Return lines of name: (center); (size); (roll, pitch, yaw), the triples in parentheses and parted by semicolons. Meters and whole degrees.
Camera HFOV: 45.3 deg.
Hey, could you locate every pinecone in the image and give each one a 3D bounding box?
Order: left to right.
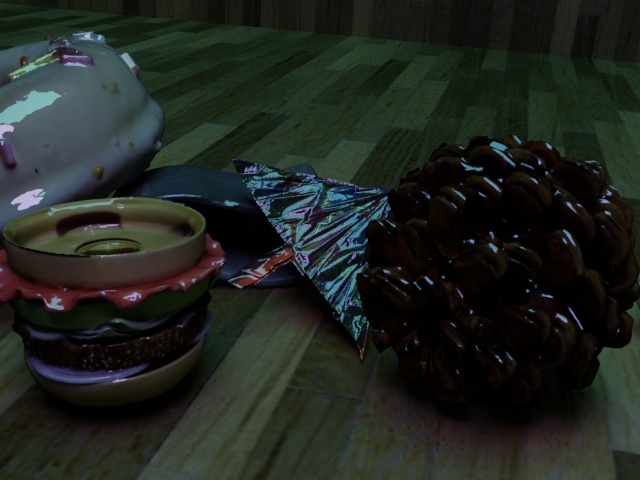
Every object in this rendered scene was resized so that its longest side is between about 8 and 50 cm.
pinecone: (0.126, 0.028, 0.590); (0.221, 0.222, 0.221); (3, 23, -1)

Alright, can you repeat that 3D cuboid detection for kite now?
kite: (0.000, 0.000, 0.705); (0.189, 0.009, 0.232); (-29, 67, -24)

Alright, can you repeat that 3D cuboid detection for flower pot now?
flower pot: (-0.103, -0.017, 0.791); (0.229, 0.103, 0.108); (-2, 23, -9)

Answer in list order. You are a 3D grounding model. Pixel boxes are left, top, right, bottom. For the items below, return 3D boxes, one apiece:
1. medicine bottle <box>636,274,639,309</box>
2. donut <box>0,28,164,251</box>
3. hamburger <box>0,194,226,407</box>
medicine bottle: (0.347, 0.086, 0.634); (0.121, 0.083, 0.229); (0, 24, -10)
donut: (-0.351, -0.100, 0.785); (0.382, 0.143, 0.383); (-13, 26, 7)
hamburger: (-0.154, 0.049, 0.581); (0.175, 0.137, 0.175); (-1, 20, 0)
